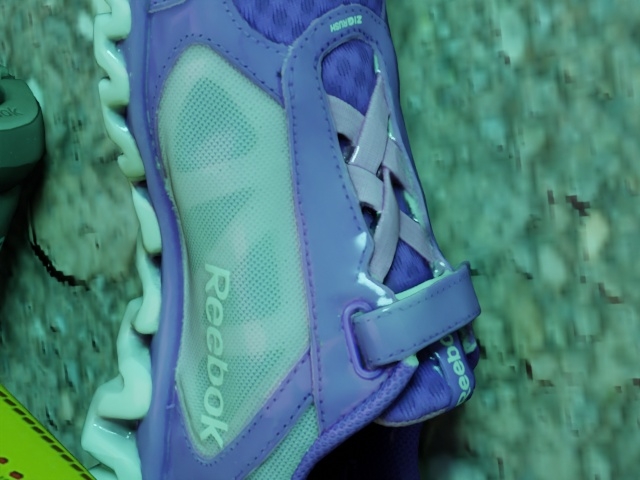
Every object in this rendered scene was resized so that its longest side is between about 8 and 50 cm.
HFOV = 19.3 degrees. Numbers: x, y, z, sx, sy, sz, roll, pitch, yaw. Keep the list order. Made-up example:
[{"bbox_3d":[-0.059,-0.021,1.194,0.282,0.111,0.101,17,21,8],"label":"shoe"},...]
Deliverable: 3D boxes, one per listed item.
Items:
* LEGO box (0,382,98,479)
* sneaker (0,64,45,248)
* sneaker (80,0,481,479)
[{"bbox_3d":[-0.117,0.265,0.516,0.500,0.193,0.373,38,133,35],"label":"LEGO box"},{"bbox_3d":[-0.209,-0.040,0.701,0.267,0.101,0.106,28,116,40],"label":"sneaker"},{"bbox_3d":[0.000,0.000,0.507,0.104,0.095,0.236,21,115,37],"label":"sneaker"}]
